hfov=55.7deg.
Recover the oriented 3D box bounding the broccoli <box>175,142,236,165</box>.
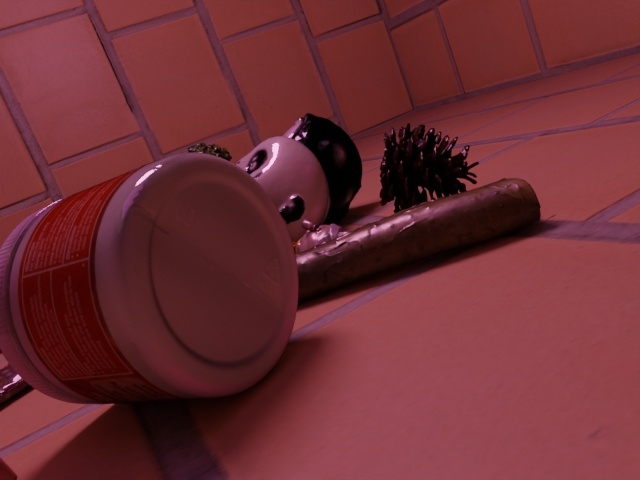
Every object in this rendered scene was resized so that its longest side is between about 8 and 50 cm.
[{"bbox_3d":[-0.264,-0.103,1.518,0.288,0.260,0.235,-26,-22,-37],"label":"broccoli"}]

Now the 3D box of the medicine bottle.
[{"bbox_3d":[-0.186,0.050,0.672,0.241,0.252,0.252,-12,15,35],"label":"medicine bottle"}]

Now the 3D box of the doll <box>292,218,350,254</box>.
[{"bbox_3d":[0.000,0.000,0.975,0.127,0.084,0.073,-21,10,41],"label":"doll"}]

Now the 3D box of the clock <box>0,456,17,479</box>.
[{"bbox_3d":[-0.376,0.250,0.543,0.166,0.092,0.162,-10,26,42],"label":"clock"}]

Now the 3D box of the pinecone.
[{"bbox_3d":[0.183,-0.117,1.033,0.165,0.162,0.163,4,19,14],"label":"pinecone"}]

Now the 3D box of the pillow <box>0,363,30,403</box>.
[{"bbox_3d":[-0.473,0.211,0.975,0.118,0.043,0.185,-3,24,39],"label":"pillow"}]

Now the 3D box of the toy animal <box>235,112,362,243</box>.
[{"bbox_3d":[-0.058,-0.105,1.230,0.251,0.250,0.310,-12,27,37],"label":"toy animal"}]

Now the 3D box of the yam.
[{"bbox_3d":[0.101,0.003,0.813,0.372,0.083,0.083,-20,12,10],"label":"yam"}]
